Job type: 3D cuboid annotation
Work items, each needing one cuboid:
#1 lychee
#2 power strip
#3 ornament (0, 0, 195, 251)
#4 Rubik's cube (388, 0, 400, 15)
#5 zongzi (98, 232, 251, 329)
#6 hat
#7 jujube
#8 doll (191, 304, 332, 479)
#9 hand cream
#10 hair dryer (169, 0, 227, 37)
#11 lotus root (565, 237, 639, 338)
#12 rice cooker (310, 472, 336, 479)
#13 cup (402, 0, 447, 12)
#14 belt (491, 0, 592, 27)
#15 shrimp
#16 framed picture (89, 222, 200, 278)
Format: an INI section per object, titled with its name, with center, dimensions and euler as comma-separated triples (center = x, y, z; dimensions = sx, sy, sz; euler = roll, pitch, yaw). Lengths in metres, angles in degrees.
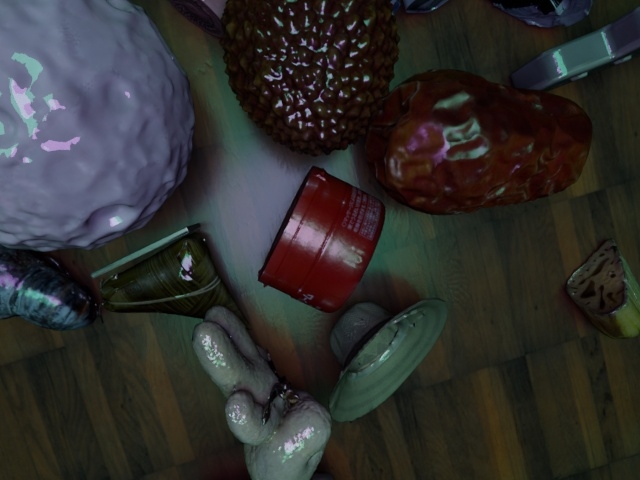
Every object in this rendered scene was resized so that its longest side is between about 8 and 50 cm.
[lychee]
center = -0.013, -0.232, 0.581
dimensions = 0.271, 0.271, 0.272
euler = 0, 94, -5
[power strip]
center = 0.448, -0.297, 0.661
dimensions = 0.264, 0.193, 0.059
euler = -21, 94, -3
[ornament]
center = -0.314, -0.157, 0.529
dimensions = 0.336, 0.337, 0.338
euler = 0, 94, -5
[Rubik's cube]
center = 0.067, -0.373, 0.670
dimensions = 0.111, 0.093, 0.111
euler = 0, 93, -3
[zongzi]
center = -0.231, 0.106, 0.692
dimensions = 0.187, 0.084, 0.184
euler = -27, 106, 4
[hat]
center = 0.077, 0.159, 0.697
dimensions = 0.252, 0.252, 0.110
euler = -47, 55, 0
[jujube]
center = 0.246, -0.143, 0.657
dimensions = 0.341, 0.216, 0.217
euler = -2, 95, -19
[doll]
center = -0.078, 0.215, 0.619
dimensions = 0.149, 0.175, 0.278
euler = -26, 101, 34
[hand cream]
center = 0.000, 0.000, 0.644
dimensions = 0.125, 0.193, 0.193
euler = 26, 92, -6
[hair dryer]
center = -0.223, -0.482, 0.630
dimensions = 0.352, 0.125, 0.211
euler = 33, 90, 0
[lotus root]
center = 0.495, 0.100, 0.754
dimensions = 0.135, 0.095, 0.159
euler = 51, 48, -12
[rice cooker]
center = -0.067, 0.503, 0.637
dimensions = 0.276, 0.288, 0.289
euler = -2, 95, -6
[cup]
center = 0.172, -0.432, 0.676
dimensions = 0.128, 0.095, 0.130
euler = -26, 95, -40
[belt]
center = 0.332, -0.405, 0.665
dimensions = 0.198, 0.151, 0.078
euler = 25, 87, -16
[shrimp]
center = -0.508, 0.046, 0.621
dimensions = 0.371, 0.137, 0.172
euler = 27, 75, -8
[framed picture]
center = -0.257, 0.011, 0.660
dimensions = 0.148, 0.109, 0.011
euler = -26, 99, -3
